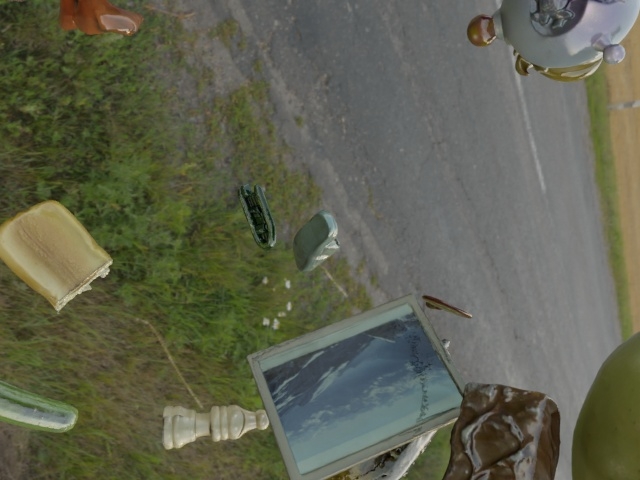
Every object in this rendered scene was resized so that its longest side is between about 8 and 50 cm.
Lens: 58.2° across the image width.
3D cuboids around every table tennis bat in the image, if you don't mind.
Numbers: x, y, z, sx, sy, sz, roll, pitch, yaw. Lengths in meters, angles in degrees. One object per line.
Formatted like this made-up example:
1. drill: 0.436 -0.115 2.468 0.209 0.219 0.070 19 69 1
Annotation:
1. table tennis bat: 0.234 0.125 1.102 0.155 0.098 0.019 147 -33 -83

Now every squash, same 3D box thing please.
1. squash: -0.552 0.311 1.071 0.229 0.066 0.066 44 54 -48

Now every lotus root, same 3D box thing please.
1. lotus root: 0.130 0.334 1.116 0.397 0.196 0.179 -49 135 -26

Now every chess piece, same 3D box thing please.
1. chess piece: -0.308 0.543 1.716 0.139 0.307 0.124 108 -22 -70

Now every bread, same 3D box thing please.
1. bread: -0.459 0.023 0.991 0.134 0.085 0.173 -42 100 -19

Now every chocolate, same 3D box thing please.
1. chocolate: 0.251 0.315 0.817 0.093 0.148 0.214 49 52 -40

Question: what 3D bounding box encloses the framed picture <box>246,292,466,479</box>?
1. framed picture: 0.068 0.246 0.993 0.022 0.335 0.247 88 -20 -55

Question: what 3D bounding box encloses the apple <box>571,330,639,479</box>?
1. apple: 0.594 0.329 0.778 0.474 0.474 0.473 1 89 -57

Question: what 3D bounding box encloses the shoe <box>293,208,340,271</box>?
1. shoe: 0.000 0.000 1.585 0.100 0.251 0.103 -11 66 -28

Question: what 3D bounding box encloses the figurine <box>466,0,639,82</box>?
1. figurine: 0.258 -0.319 0.646 0.133 0.194 0.274 -30 113 -80

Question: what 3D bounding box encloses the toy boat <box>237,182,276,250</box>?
1. toy boat: -0.184 -0.070 1.709 0.052 0.104 0.210 -32 109 -49

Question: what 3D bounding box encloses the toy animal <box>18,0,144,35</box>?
1. toy animal: -0.274 -0.348 0.557 0.169 0.195 0.281 -17 120 -36
